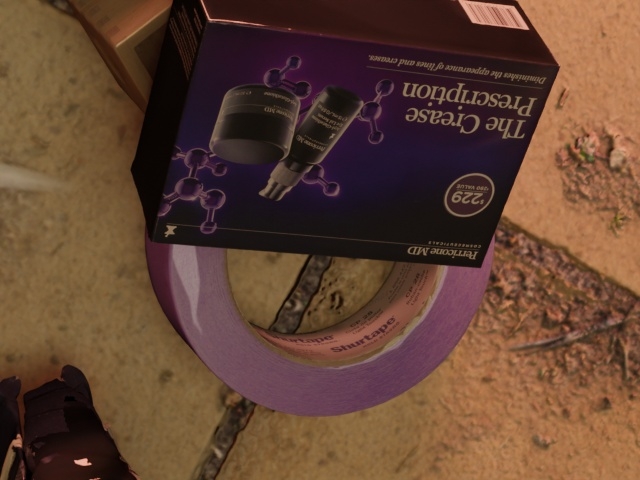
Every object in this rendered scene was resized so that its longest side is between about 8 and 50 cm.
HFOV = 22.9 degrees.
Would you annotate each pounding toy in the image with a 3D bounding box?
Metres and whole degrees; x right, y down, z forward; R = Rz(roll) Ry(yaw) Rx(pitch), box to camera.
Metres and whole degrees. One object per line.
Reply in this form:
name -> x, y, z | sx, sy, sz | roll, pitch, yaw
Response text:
pounding toy -> -0.082, -0.208, 1.172 | 0.206, 0.094, 0.181 | -39, 147, -7

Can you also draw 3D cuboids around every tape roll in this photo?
tape roll -> 0.000, 0.000, 1.289 | 0.275, 0.090, 0.275 | -5, 105, -19

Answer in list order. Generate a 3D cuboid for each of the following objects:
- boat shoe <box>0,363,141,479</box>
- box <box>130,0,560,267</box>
boat shoe -> -0.202, 0.253, 1.271 | 0.127, 0.158, 0.340 | -8, 133, -22
box -> 0.014, -0.087, 1.140 | 0.261, 0.103, 0.184 | 4, 127, -20
